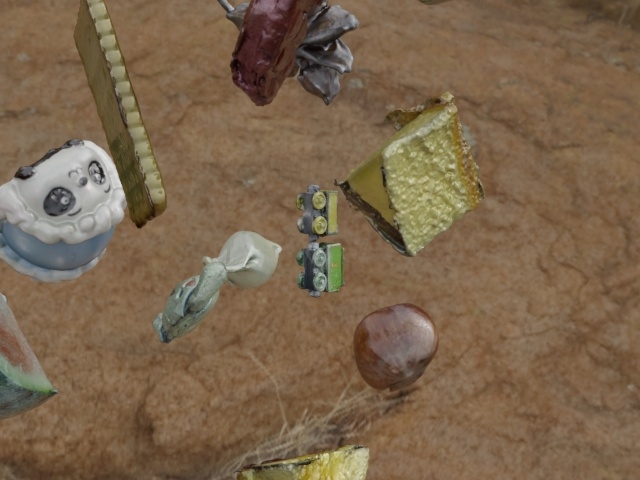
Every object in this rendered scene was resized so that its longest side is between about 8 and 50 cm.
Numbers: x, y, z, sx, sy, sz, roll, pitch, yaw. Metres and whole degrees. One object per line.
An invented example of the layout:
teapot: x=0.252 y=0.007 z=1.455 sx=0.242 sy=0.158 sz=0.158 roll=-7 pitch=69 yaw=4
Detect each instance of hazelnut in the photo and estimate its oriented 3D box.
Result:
hazelnut: x=0.128 y=0.180 z=1.324 sx=0.143 sy=0.154 sz=0.143 roll=53 pitch=14 yaw=-18

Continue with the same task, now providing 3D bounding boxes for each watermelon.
watermelon: x=-0.636 y=0.175 z=1.376 sx=0.228 sy=0.387 sz=0.258 roll=-24 pitch=53 yaw=11

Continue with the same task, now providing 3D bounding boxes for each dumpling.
dumpling: x=-0.174 y=0.043 z=1.654 sx=0.151 sy=0.124 sz=0.229 roll=-7 pitch=1 yaw=17

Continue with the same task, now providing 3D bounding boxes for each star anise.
star anise: x=-0.051 y=-0.426 z=1.505 sx=0.315 sy=0.360 sz=0.139 roll=0 pitch=42 yaw=40

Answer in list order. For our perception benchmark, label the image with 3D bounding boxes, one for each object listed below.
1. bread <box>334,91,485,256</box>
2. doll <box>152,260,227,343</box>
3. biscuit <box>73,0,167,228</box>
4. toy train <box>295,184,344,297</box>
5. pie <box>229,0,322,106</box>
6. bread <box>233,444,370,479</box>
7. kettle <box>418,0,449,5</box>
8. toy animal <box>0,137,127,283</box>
bread: x=0.117 y=-0.073 z=0.887 sx=0.147 sy=0.127 sz=0.152 roll=-42 pitch=100 yaw=-22
doll: x=-0.217 y=0.109 z=1.294 sx=0.071 sy=0.214 sz=0.104 roll=35 pitch=43 yaw=-19
biscuit: x=-0.229 y=-0.141 z=0.897 sx=0.029 sy=0.172 sz=0.255 roll=-17 pitch=93 yaw=-21
toy train: x=0.000 y=0.000 z=1.410 sx=0.081 sy=0.203 sz=0.060 roll=-8 pitch=10 yaw=-44
pie: x=-0.027 y=-0.238 z=0.761 sx=0.054 sy=0.204 sz=0.219 roll=26 pitch=85 yaw=-2
bread: x=-0.028 y=0.333 z=1.120 sx=0.160 sy=0.140 sz=0.169 roll=46 pitch=46 yaw=-25
kettle: x=0.182 y=-0.362 z=0.811 sx=0.159 sy=0.243 sz=0.211 roll=1 pitch=86 yaw=-32
toy animal: x=-0.394 y=-0.040 z=1.215 sx=0.156 sy=0.204 sz=0.208 roll=45 pitch=46 yaw=0
